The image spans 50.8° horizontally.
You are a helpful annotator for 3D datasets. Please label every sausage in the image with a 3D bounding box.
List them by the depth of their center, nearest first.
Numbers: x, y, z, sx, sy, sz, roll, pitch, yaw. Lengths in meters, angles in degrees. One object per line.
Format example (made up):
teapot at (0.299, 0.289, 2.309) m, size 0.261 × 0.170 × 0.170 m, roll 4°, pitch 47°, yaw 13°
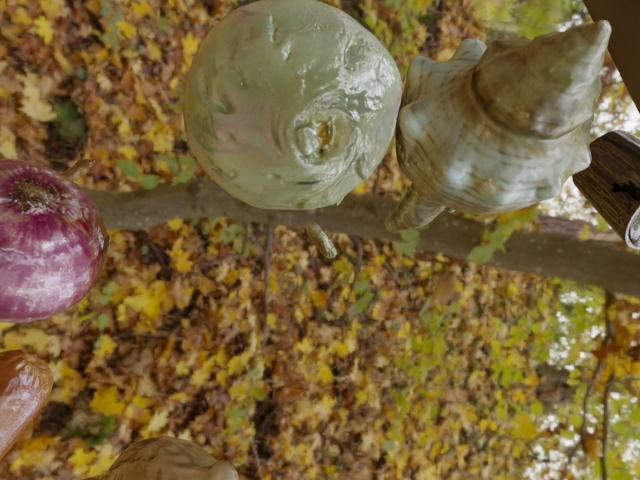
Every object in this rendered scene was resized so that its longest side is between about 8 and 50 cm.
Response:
sausage at (-0.407, 0.243, 0.748) m, size 0.300 × 0.083 × 0.089 m, roll -49°, pitch -148°, yaw 5°

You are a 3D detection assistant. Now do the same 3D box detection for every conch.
conch at (0.149, -0.109, 0.654) m, size 0.386 × 0.203 × 0.169 m, roll 169°, pitch -96°, yaw -72°

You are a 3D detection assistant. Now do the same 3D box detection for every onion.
onion at (-0.354, 0.003, 0.830) m, size 0.207 × 0.201 × 0.200 m, roll -142°, pitch -126°, yaw -65°

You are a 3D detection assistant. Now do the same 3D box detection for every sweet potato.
sweet potato at (-0.460, -0.122, 1.236) m, size 0.026 × 0.115 × 0.026 m, roll 50°, pitch 15°, yaw -19°

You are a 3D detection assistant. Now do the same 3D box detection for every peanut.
peanut at (-0.126, 0.196, 0.457) m, size 0.228 × 0.086 × 0.104 m, roll -40°, pitch -140°, yaw 33°

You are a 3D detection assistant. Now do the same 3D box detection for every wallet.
wallet at (0.365, -0.183, 0.683) m, size 0.229 × 0.049 × 0.182 m, roll 54°, pitch -4°, yaw -17°

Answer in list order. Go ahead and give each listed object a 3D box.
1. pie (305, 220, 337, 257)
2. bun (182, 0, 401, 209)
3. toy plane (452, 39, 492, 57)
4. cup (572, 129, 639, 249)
pie at (0.000, 0.000, 1.214) m, size 0.020 × 0.084 × 0.084 m, roll -39°, pitch 166°, yaw -11°
bun at (-0.038, -0.159, 0.832) m, size 0.179 × 0.283 × 0.283 m, roll -92°, pitch -173°, yaw -73°
toy plane at (0.276, -0.212, 1.179) m, size 0.088 × 0.192 × 0.262 m, roll -27°, pitch 151°, yaw -43°
cup at (0.603, -0.087, 1.275) m, size 0.166 × 0.239 × 0.177 m, roll -48°, pitch -137°, yaw 17°
